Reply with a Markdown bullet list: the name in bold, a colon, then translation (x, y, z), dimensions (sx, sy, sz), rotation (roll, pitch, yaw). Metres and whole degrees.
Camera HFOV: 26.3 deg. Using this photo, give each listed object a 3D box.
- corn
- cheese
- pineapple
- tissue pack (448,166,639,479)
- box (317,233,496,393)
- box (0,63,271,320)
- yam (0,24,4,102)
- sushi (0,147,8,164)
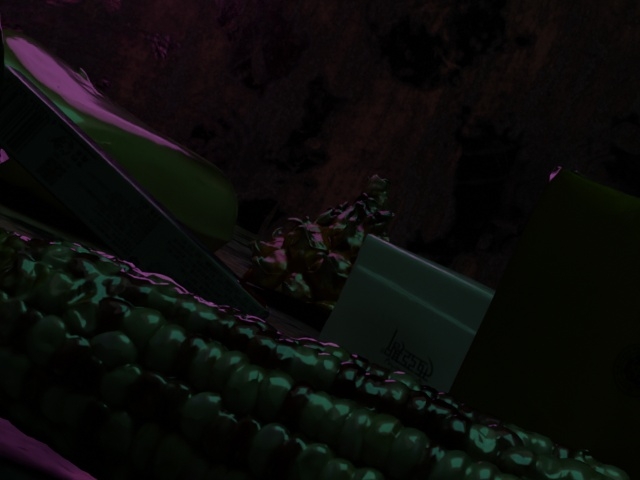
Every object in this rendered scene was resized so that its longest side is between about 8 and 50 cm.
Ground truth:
- **corn**: translation (-0.011, 0.062, 0.402), dimensions (0.237, 0.080, 0.079), rotation (24, 1, 6)
- **cheese**: translation (-0.216, -0.086, 1.181), dimensions (0.259, 0.128, 0.316), rotation (29, 4, 23)
- **pineapple**: translation (0.001, 0.001, 1.404), dimensions (0.139, 0.164, 0.250), rotation (18, 6, -11)
- **tissue pack**: translation (0.115, 0.068, 0.558), dimensions (0.082, 0.169, 0.120), rotation (22, 5, -36)
- **box**: translation (0.150, 0.108, 0.931), dimensions (0.260, 0.111, 0.194), rotation (28, 1, -36)
- **box**: translation (-0.123, -0.019, 0.839), dimensions (0.218, 0.039, 0.055), rotation (44, -1, -5)
- **yam**: translation (-0.227, -0.093, 0.581), dimensions (0.161, 0.161, 0.268), rotation (26, 3, -24)
- **sushi**: translation (-0.239, -0.067, 0.821), dimensions (0.083, 0.056, 0.085), rotation (62, 2, -8)
